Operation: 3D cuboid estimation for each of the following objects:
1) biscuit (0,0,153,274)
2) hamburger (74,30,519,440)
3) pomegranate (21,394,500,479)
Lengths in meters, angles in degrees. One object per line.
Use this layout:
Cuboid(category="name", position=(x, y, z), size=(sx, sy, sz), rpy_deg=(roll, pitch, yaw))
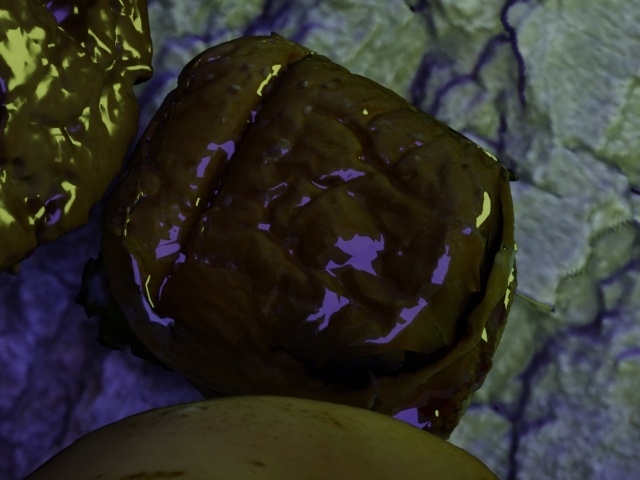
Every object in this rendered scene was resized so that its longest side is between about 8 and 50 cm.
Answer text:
Cuboid(category="biscuit", position=(-0.187, -0.113, 0.759), size=(0.296, 0.075, 0.296), rpy_deg=(17, 65, -43))
Cuboid(category="hamburger", position=(0.000, 0.000, 0.826), size=(0.206, 0.130, 0.183), rpy_deg=(28, 71, 1))
Cuboid(category="pomegranate", position=(-0.016, 0.198, 0.674), size=(0.319, 0.319, 0.319), rpy_deg=(2, 75, -9))
